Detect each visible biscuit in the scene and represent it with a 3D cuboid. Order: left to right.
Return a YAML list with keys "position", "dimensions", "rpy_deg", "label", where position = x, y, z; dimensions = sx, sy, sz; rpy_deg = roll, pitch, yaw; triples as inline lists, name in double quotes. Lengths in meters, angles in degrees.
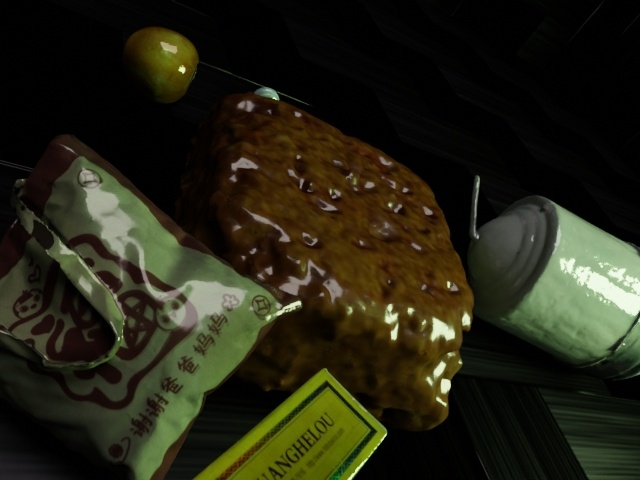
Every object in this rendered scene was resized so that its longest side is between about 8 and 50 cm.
- position: [0.000, 0.000, 0.753]
  dimensions: [0.343, 0.166, 0.395]
  rpy_deg: [24, 33, -24]
  label: "biscuit"

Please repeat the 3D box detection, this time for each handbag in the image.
- position: [-0.167, 0.065, 0.497]
  dimensions: [0.235, 0.213, 0.127]
  rpy_deg: [37, -7, -5]
  label: "handbag"

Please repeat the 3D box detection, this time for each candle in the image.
- position: [0.358, 0.064, 0.982]
  dimensions: [0.342, 0.221, 0.221]
  rpy_deg: [25, 34, -13]
  label: "candle"

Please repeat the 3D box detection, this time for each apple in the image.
- position: [-0.229, -0.257, 0.915]
  dimensions: [0.102, 0.099, 0.114]
  rpy_deg: [24, 37, -16]
  label: "apple"

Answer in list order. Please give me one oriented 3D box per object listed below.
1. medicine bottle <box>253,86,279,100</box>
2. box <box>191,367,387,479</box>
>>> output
- position: [-0.079, -0.173, 1.001]
  dimensions: [0.051, 0.051, 0.191]
  rpy_deg: [20, 36, -26]
  label: "medicine bottle"
- position: [-0.066, 0.190, 0.390]
  dimensions: [0.064, 0.220, 0.141]
  rpy_deg: [44, 31, 11]
  label: "box"
